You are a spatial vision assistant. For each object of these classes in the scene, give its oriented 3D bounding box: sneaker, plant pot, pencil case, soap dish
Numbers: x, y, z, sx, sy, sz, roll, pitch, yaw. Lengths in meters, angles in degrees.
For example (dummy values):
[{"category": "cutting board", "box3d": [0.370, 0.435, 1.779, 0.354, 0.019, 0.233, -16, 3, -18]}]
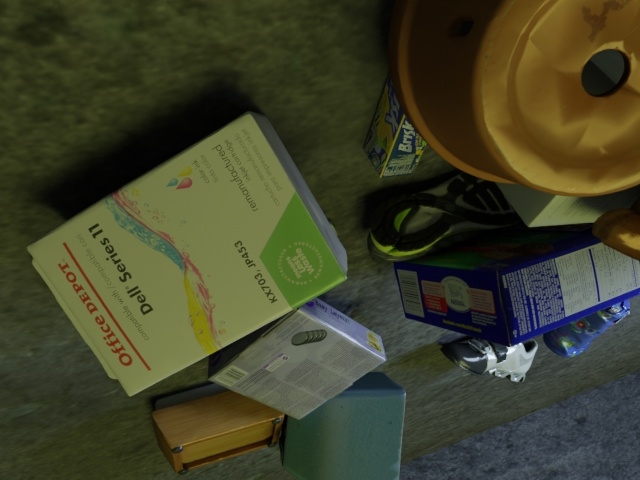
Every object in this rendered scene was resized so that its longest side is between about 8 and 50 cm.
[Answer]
[{"category": "sneaker", "box3d": [0.202, -0.038, 0.912, 0.300, 0.111, 0.121, -13, 165, -16]}, {"category": "plant pot", "box3d": [0.035, 0.436, 1.292, 0.252, 0.248, 0.247, 6, 176, -6]}, {"category": "plant pot", "box3d": [0.214, -0.166, 0.503, 0.291, 0.203, 0.291, 1, 117, 1]}, {"category": "pencil case", "box3d": [0.761, 0.226, 1.602, 0.119, 0.133, 0.306, -41, 158, -31]}, {"category": "sneaker", "box3d": [0.472, 0.294, 1.544, 0.330, 0.122, 0.146, 14, 109, -35]}, {"category": "soap dish", "box3d": [-0.217, 0.407, 1.246, 0.291, 0.118, 0.229, -10, 145, -18]}]

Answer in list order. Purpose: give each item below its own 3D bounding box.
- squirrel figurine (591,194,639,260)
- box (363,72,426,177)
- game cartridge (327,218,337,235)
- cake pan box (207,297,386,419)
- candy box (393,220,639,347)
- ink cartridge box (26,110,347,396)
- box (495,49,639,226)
[{"category": "squirrel figurine", "box3d": [0.618, -0.078, 0.704, 0.397, 0.281, 0.370, -5, 133, -50]}, {"category": "box", "box3d": [0.108, -0.159, 0.696, 0.054, 0.059, 0.169, -10, 145, -22]}, {"category": "game cartridge", "box3d": [0.000, 0.000, 0.897, 0.056, 0.017, 0.083, -22, 148, -10]}, {"category": "cake pan box", "box3d": [-0.048, 0.231, 1.084, 0.246, 0.070, 0.267, 34, 118, -29]}, {"category": "candy box", "box3d": [0.330, 0.052, 0.929, 0.317, 0.122, 0.268, -14, -172, -24]}, {"category": "ink cartridge box", "box3d": [-0.170, 0.030, 0.641, 0.353, 0.207, 0.119, -30, -171, 8]}, {"category": "box", "box3d": [0.437, -0.156, 0.810, 0.345, 0.168, 0.215, -4, 141, -28]}]
